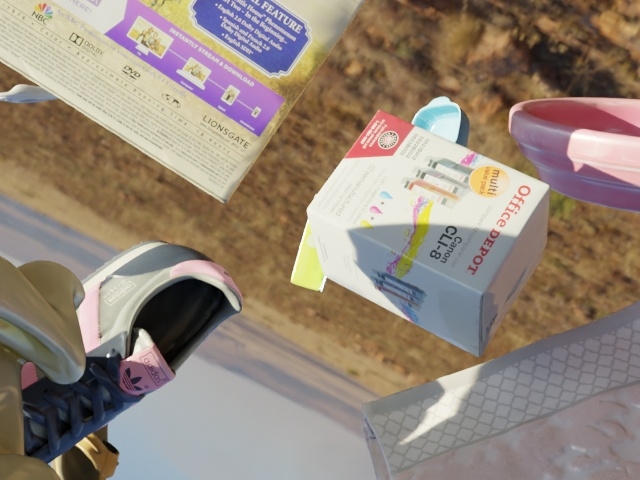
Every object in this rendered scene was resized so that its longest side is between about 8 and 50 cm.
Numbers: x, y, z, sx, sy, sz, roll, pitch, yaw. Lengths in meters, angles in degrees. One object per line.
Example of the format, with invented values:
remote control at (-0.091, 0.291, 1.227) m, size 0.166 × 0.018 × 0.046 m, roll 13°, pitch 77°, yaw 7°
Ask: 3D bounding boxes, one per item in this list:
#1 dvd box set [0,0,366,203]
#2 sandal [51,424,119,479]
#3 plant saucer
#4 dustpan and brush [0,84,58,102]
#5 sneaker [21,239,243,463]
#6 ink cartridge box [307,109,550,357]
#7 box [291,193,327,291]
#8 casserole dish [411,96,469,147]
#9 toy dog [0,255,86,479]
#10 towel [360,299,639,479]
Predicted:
dvd box set at (-0.094, -0.283, 0.866) m, size 0.307 × 0.420 × 0.062 m, roll 32°, pitch -164°, yaw -13°
sandal at (-0.228, 0.210, 1.009) m, size 0.072 × 0.049 × 0.180 m, roll 52°, pitch -162°, yaw -36°
plant saucer at (0.369, -0.092, 1.087) m, size 0.332 × 0.084 × 0.332 m, roll 3°, pitch -165°, yaw -1°
dustpan and brush at (-0.283, -0.190, 1.216) m, size 0.211 × 0.060 × 0.147 m, roll 1°, pitch 170°, yaw -24°
sneaker at (-0.202, 0.116, 0.868) m, size 0.131 × 0.319 × 0.112 m, roll 12°, pitch 140°, yaw 47°
ink cartridge box at (0.100, -0.006, 0.904) m, size 0.176 × 0.128 × 0.127 m, roll 27°, pitch 156°, yaw 21°
box at (0.000, 0.000, 1.201) m, size 0.042 × 0.109 × 0.178 m, roll 15°, pitch -177°, yaw 1°
casserole dish at (0.164, -0.112, 1.441) m, size 0.037 × 0.188 × 0.114 m, roll 20°, pitch 170°, yaw -32°
toy dog at (-0.331, 0.090, 0.639) m, size 0.284 × 0.408 × 0.395 m, roll -29°, pitch 161°, yaw 34°
towel at (0.217, 0.193, 0.835) m, size 0.317 × 0.332 × 0.053 m, roll -112°, pitch 3°, yaw -57°
